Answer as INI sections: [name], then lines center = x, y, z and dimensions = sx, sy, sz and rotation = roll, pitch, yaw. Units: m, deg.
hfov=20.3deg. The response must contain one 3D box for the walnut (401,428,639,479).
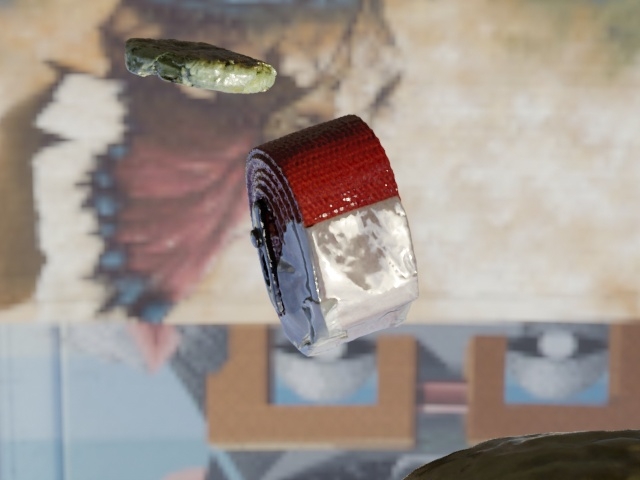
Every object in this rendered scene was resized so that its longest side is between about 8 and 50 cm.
[walnut]
center = 0.172, 0.240, 1.168
dimensions = 0.283, 0.227, 0.283
rotation = 3, -126, -5

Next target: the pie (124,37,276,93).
[pie]
center = -0.066, -0.095, 0.967
dimensions = 0.084, 0.020, 0.084
rotation = 10, -168, -2

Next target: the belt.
[belt]
center = 0.000, 0.000, 1.572
dimensions = 0.124, 0.200, 0.128
rotation = -19, -161, -21
